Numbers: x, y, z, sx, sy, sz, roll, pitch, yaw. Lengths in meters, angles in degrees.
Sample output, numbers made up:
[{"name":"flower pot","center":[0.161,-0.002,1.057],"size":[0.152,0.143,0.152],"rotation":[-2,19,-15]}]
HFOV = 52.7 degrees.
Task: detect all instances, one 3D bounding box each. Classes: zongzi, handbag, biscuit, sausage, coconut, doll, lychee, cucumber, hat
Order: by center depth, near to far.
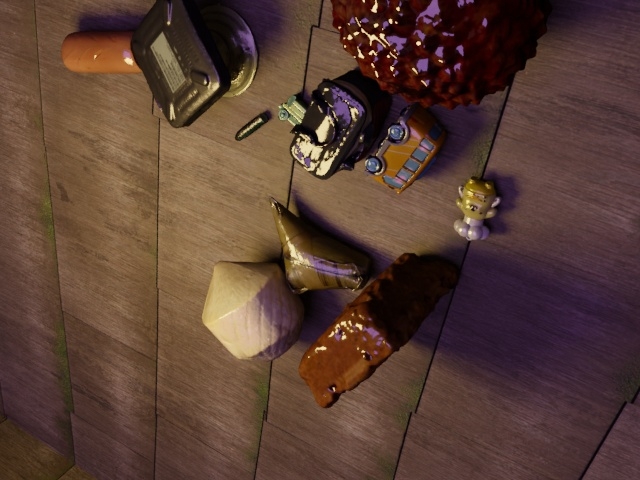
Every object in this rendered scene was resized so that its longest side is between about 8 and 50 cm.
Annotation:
[{"name":"lychee","center":[0.208,-0.491,1.216],"size":[0.424,0.424,0.500],"rotation":[-27,97,38]},{"name":"doll","center":[0.373,-0.072,1.551],"size":[0.106,0.062,0.163],"rotation":[21,124,27]},{"name":"handbag","center":[0.049,-0.274,1.574],"size":[0.181,0.181,0.254],"rotation":[39,129,10]},{"name":"biscuit","center":[0.139,0.207,1.629],"size":[0.166,0.395,0.343],"rotation":[44,130,8]},{"name":"hat","center":[-0.297,-0.496,1.723],"size":[0.251,0.110,0.252],"rotation":[15,121,26]},{"name":"zongzi","center":[0.000,0.000,1.790],"size":[0.260,0.123,0.289],"rotation":[-4,107,29]},{"name":"cucumber","center":[-0.199,-0.313,1.805],"size":[0.133,0.032,0.032],"rotation":[-26,98,39]},{"name":"sausage","center":[-0.634,-0.553,1.896],"size":[0.304,0.121,0.121],"rotation":[9,118,27]},{"name":"coconut","center":[-0.205,0.190,1.911],"size":[0.328,0.329,0.329],"rotation":[14,120,26]}]

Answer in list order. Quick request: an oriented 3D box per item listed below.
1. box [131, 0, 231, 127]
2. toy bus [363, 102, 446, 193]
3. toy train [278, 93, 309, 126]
[{"name":"box","center":[-0.366,-0.466,1.668],"size":[0.289,0.073,0.290],"rotation":[-24,92,49]},{"name":"toy bus","center":[0.205,-0.214,1.547],"size":[0.136,0.126,0.209],"rotation":[37,128,0]},{"name":"toy train","center":[-0.055,-0.327,1.697],"size":[0.122,0.050,0.081],"rotation":[45,124,5]}]
